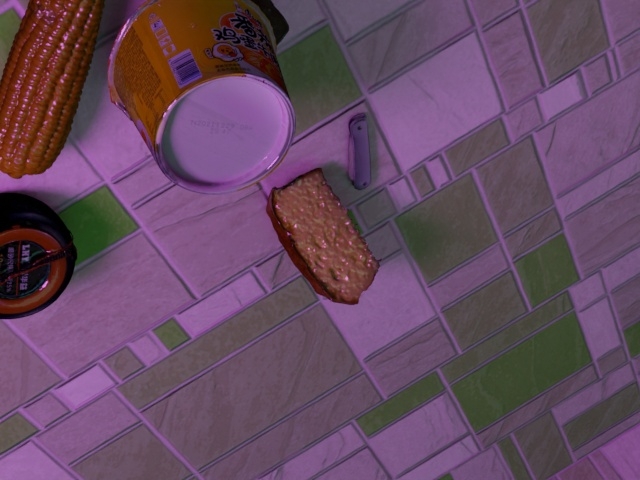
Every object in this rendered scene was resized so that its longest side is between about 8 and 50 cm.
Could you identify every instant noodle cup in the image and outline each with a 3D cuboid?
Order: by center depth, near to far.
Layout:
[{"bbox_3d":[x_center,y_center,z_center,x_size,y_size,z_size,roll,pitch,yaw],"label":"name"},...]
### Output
[{"bbox_3d":[-0.157,-0.204,1.579,0.264,0.200,0.264,-13,134,-14],"label":"instant noodle cup"}]

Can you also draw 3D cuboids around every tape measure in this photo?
[{"bbox_3d":[-0.506,0.026,1.773,0.223,0.135,0.202,-5,120,-27],"label":"tape measure"}]

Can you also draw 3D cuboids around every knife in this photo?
[{"bbox_3d":[0.068,-0.157,1.996,0.044,0.023,0.162,-15,134,-10],"label":"knife"}]

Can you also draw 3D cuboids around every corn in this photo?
[{"bbox_3d":[-0.396,-0.243,1.605,0.120,0.120,0.363,8,125,-33],"label":"corn"}]

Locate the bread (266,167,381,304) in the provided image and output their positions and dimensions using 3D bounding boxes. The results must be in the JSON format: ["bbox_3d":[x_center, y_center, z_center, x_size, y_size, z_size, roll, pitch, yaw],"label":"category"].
[{"bbox_3d":[-0.006,-0.005,2.006,0.129,0.134,0.260,-35,103,-17],"label":"bread"}]

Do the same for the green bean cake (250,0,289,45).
[{"bbox_3d":[-0.165,-0.315,1.683,0.173,0.094,0.181,19,120,-37],"label":"green bean cake"}]
